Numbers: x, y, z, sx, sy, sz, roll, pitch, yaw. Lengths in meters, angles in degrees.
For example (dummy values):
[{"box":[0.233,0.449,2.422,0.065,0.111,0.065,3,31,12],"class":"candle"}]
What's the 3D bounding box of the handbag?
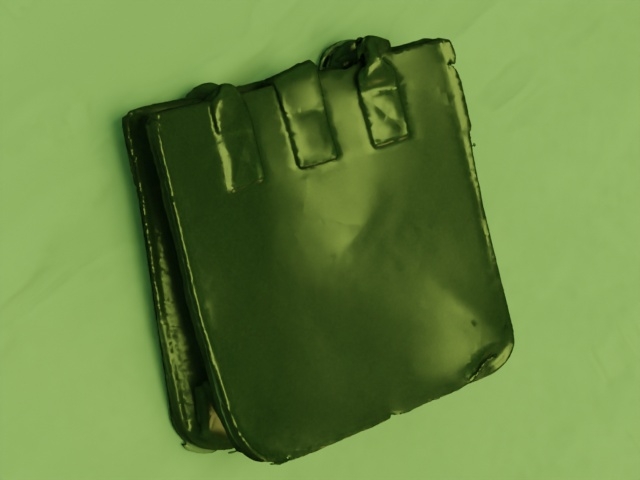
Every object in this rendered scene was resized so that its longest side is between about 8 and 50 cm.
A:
[{"box":[-0.001,0.001,1.296,0.247,0.079,0.260,-17,99,-32],"class":"handbag"}]
